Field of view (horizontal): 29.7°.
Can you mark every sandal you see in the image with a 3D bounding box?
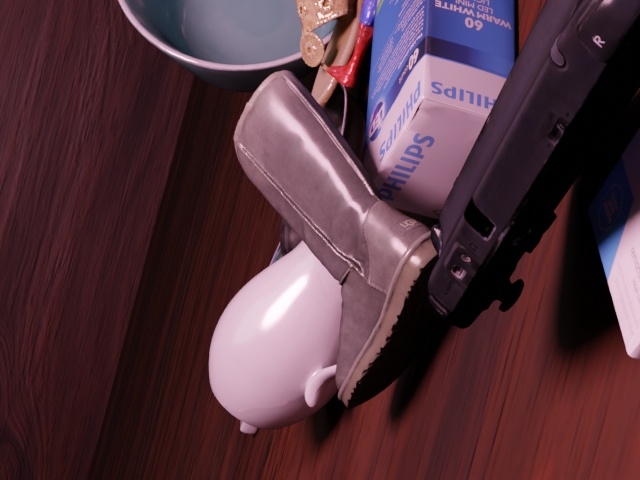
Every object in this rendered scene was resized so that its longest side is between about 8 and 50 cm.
[{"bbox_3d":[0.010,-0.263,1.307,0.240,0.079,0.088,-66,17,-10],"label":"sandal"}]

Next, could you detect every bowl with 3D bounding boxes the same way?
[{"bbox_3d":[-0.088,-0.307,1.475,0.163,0.311,0.311,86,-167,-69],"label":"bowl"}]

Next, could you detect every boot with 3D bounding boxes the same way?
[{"bbox_3d":[0.001,0.000,0.929,0.208,0.076,0.189,41,126,25],"label":"boot"}]

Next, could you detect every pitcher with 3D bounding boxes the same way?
[{"bbox_3d":[-0.006,0.083,1.053,0.207,0.125,0.178,-56,36,24],"label":"pitcher"}]

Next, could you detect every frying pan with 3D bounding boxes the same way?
[{"bbox_3d":[-0.011,-0.078,1.349,0.326,0.053,0.197,-152,79,-77],"label":"frying pan"}]

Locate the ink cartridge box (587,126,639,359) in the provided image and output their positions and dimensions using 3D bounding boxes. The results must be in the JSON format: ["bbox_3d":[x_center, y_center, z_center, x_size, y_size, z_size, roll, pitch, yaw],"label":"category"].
[{"bbox_3d":[0.186,-0.040,0.499,0.104,0.060,0.180,-90,20,-50],"label":"ink cartridge box"}]

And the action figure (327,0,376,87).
[{"bbox_3d":[0.075,-0.290,1.138,0.139,0.091,0.280,-122,48,-60],"label":"action figure"}]

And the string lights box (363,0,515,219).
[{"bbox_3d":[0.094,-0.163,0.964,0.133,0.077,0.259,123,158,-54],"label":"string lights box"}]

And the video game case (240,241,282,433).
[{"bbox_3d":[-0.051,0.093,1.394,0.183,0.023,0.201,-91,20,-48],"label":"video game case"}]

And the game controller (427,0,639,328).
[{"bbox_3d":[0.133,-0.070,0.576,0.166,0.067,0.319,-42,-13,-24],"label":"game controller"}]
